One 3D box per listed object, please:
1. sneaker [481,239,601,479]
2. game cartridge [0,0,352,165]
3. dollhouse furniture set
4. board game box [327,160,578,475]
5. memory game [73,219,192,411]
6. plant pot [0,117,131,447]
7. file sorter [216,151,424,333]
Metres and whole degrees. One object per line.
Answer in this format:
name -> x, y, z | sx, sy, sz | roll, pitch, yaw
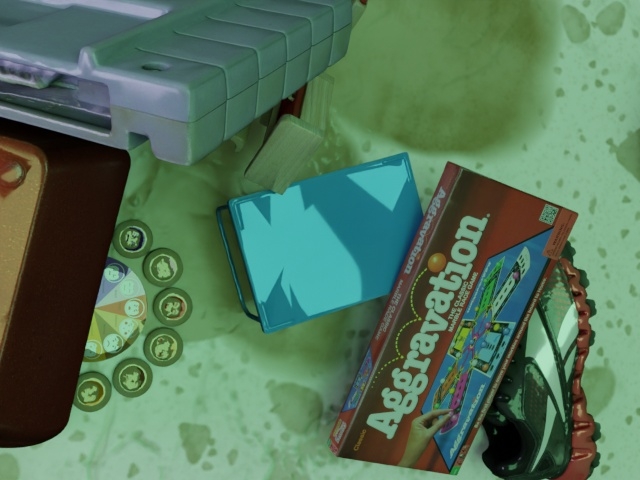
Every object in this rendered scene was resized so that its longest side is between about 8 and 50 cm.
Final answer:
sneaker -> 0.208, 0.122, 0.787 | 0.135, 0.097, 0.276 | -5, 93, -20
game cartridge -> -0.180, -0.155, 0.522 | 0.355, 0.230, 0.068 | 16, 127, 18
dollhouse furniture set -> -0.047, -0.165, 0.641 | 0.129, 0.129, 0.184 | 24, 45, -17
board game box -> 0.122, 0.081, 0.706 | 0.145, 0.027, 0.281 | 17, 101, -26
memory game -> -0.207, 0.063, 0.695 | 0.186, 0.012, 0.186 | 0, 90, -18
plant pot -> -0.293, 0.013, 0.540 | 0.267, 0.236, 0.267 | 13, 85, -14
file sorter -> 0.000, 0.000, 0.715 | 0.170, 0.104, 0.118 | -17, 95, -18
